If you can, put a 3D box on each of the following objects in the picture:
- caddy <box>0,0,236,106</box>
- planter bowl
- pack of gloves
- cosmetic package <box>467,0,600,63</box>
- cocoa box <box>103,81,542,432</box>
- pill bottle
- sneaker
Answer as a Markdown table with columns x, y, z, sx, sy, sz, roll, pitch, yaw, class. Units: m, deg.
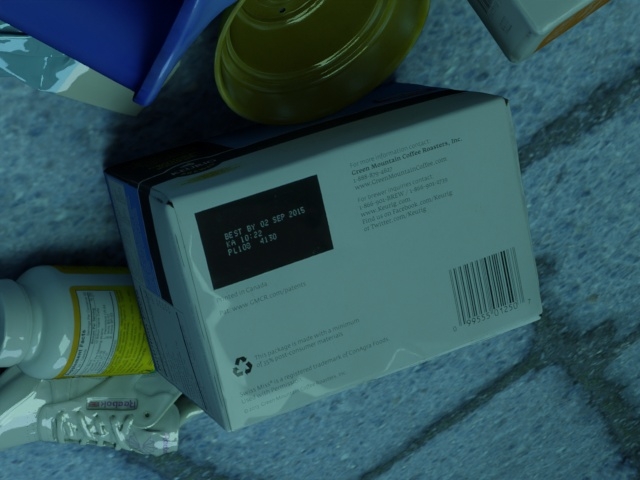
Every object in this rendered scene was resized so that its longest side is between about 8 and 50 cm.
| x | y | z | sx | sy | sz | roll | pitch | yaw | class |
| --- | --- | --- | --- | --- | --- | --- | --- | --- | --- |
| -0.094 | -0.241 | 0.907 | 0.179 | 0.341 | 0.241 | 24 | 125 | -11 | caddy |
| -0.015 | -0.213 | 1.217 | 0.217 | 0.090 | 0.217 | -22 | 146 | -16 | planter bowl |
| -0.206 | -0.200 | 1.141 | 0.232 | 0.046 | 0.195 | 9 | 140 | -42 | pack of gloves |
| 0.320 | -0.355 | 1.170 | 0.453 | 0.161 | 0.230 | -35 | 179 | 4 | cosmetic package |
| 0.000 | 0.000 | 1.312 | 0.347 | 0.228 | 0.232 | -19 | 107 | -20 | cocoa box |
| -0.250 | 0.084 | 1.384 | 0.208 | 0.118 | 0.118 | 1 | 134 | -41 | pill bottle |
| -0.237 | 0.179 | 1.489 | 0.305 | 0.152 | 0.114 | -19 | 147 | -17 | sneaker |
